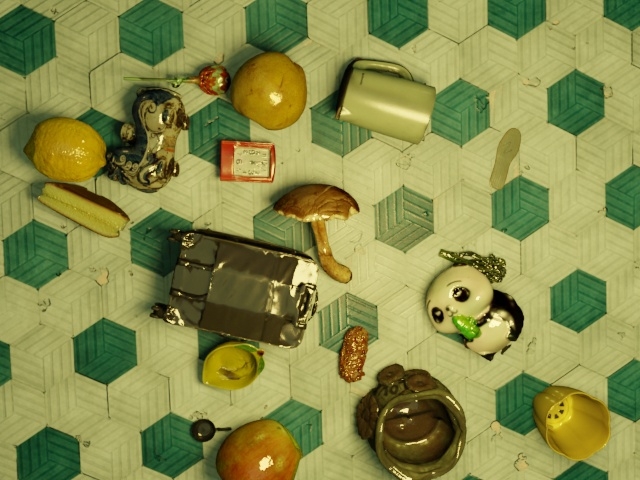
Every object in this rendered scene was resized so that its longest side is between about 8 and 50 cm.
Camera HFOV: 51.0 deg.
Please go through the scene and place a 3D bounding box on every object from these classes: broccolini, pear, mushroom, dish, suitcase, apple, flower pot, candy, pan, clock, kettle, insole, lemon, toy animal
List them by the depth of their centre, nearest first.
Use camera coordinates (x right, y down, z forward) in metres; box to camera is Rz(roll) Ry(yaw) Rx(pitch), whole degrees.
[{"bbox_3d":[-0.673,-0.240,1.785,0.193,0.180,0.181,17,92,16],"label":"lemon"},{"bbox_3d":[-0.132,-0.405,1.810,0.208,0.209,0.209,0,93,-5],"label":"pear"},{"bbox_3d":[0.020,-0.021,1.819,0.208,0.233,0.302,-32,88,36],"label":"mushroom"},{"bbox_3d":[-0.385,-0.433,1.822,0.287,0.084,0.078,-3,134,-17],"label":"candy"},{"bbox_3d":[-0.219,0.133,1.833,0.433,0.194,0.283,13,92,-5],"label":"suitcase"},{"bbox_3d":[-0.158,0.615,1.845,0.226,0.246,0.246,-37,96,-17],"label":"apple"},{"bbox_3d":[0.178,-0.399,1.868,0.255,0.165,0.241,14,63,-1],"label":"kettle"},{"bbox_3d":[-0.203,-0.219,1.884,0.154,0.061,0.113,2,93,-8],"label":"clock"},{"bbox_3d":[0.426,0.198,1.884,0.266,0.212,0.213,32,90,-9],"label":"toy animal"},{"bbox_3d":[0.253,0.506,1.885,0.301,0.213,0.302,0,94,-5],"label":"flower pot"},{"bbox_3d":[-0.241,0.335,1.889,0.207,0.080,0.149,-28,113,13],"label":"dish"},{"bbox_3d":[-0.312,0.543,1.935,0.115,0.023,0.069,-2,93,-2],"label":"pan"},{"bbox_3d":[0.708,0.509,1.939,0.195,0.179,0.195,0,94,-3],"label":"flower pot"},{"bbox_3d":[0.444,0.073,1.951,0.202,0.068,0.091,11,111,-4],"label":"broccolini"},{"bbox_3d":[0.541,-0.240,1.970,0.064,0.004,0.189,18,91,-4],"label":"insole"}]

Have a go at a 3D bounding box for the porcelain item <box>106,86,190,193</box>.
[{"bbox_3d":[-0.472,-0.277,1.833,0.186,0.138,0.288,13,97,12],"label":"porcelain item"}]

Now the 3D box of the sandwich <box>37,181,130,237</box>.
[{"bbox_3d":[-0.642,-0.087,1.844,0.244,0.088,0.090,27,100,-9],"label":"sandwich"}]

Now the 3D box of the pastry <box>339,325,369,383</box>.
[{"bbox_3d":[0.098,0.334,1.937,0.087,0.063,0.170,6,92,-7],"label":"pastry"}]
